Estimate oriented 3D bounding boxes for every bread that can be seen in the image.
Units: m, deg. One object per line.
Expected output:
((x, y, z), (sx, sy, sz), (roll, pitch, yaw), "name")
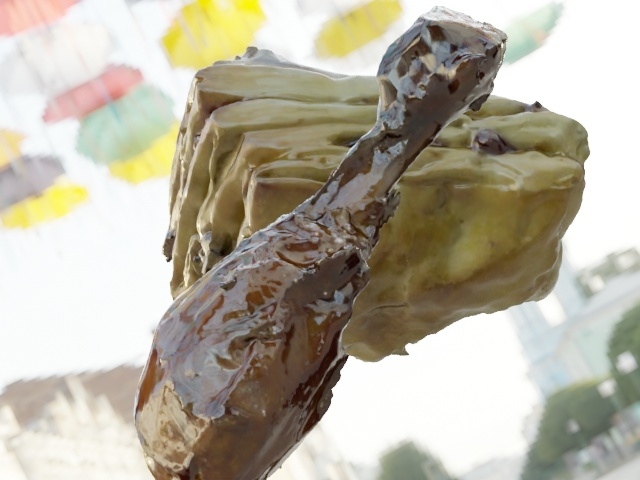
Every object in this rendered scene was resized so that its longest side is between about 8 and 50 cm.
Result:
((0.036, -0.001, 1.564), (0.370, 0.192, 0.314), (13, -42, -2), "bread")

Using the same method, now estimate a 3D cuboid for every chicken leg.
((0.000, 0.000, 0.878), (0.304, 0.093, 0.113), (-57, 6, -17), "chicken leg")
